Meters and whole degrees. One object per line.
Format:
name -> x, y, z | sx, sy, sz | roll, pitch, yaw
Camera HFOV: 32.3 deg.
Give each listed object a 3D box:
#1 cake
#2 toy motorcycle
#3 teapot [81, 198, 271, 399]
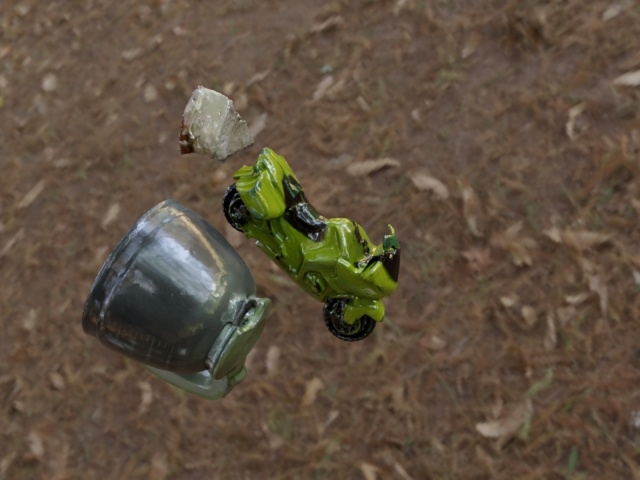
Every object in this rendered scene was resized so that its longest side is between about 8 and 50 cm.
cake -> -0.183, -0.171, 1.910 | 0.086, 0.220, 0.116 | 20, 77, 9
toy motorcycle -> -0.001, 0.001, 1.763 | 0.206, 0.342, 0.142 | -42, 6, 20
teapot -> -0.214, 0.126, 1.650 | 0.321, 0.239, 0.239 | -61, -10, 26
